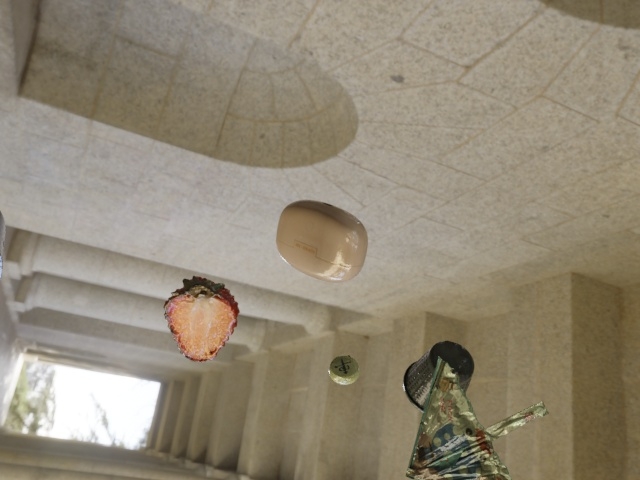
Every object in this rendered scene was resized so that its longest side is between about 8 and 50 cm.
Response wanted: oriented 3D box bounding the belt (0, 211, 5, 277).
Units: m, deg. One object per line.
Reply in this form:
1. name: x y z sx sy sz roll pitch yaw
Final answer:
1. belt: -0.818 0.040 1.274 0.347 0.212 0.117 -46 -132 38

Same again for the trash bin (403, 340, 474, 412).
1. trash bin: 0.324 0.352 1.522 0.161 0.176 0.175 107 -15 -47

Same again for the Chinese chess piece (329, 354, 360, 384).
1. Chinese chess piece: 0.064 0.347 1.550 0.084 0.084 0.034 -107 -168 -56

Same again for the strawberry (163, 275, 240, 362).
1. strawberry: -0.305 0.196 1.507 0.111 0.190 0.236 -86 -174 -63

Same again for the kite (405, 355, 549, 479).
1. kite: 0.342 0.455 1.293 0.368 0.014 0.406 -36 -114 21

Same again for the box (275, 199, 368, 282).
1. box: 0.000 0.000 1.116 0.200 0.088 0.145 21 -70 36
